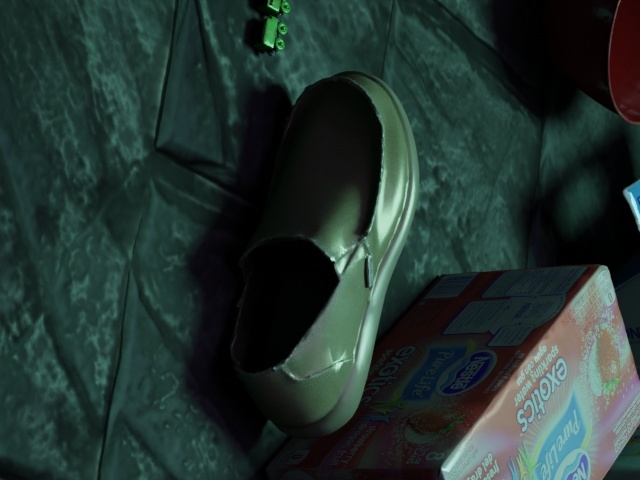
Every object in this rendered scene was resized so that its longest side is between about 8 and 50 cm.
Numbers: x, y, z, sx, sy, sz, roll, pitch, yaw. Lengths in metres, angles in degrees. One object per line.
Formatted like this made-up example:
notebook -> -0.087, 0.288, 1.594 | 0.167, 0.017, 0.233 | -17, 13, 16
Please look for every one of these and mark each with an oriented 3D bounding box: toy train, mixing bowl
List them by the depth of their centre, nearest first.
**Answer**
toy train -> -0.034, -0.173, 1.431 | 0.024, 0.017, 0.083 | 24, 66, -40
mixing bowl -> 0.262, -0.202, 1.769 | 0.181, 0.098, 0.181 | -31, 130, -45

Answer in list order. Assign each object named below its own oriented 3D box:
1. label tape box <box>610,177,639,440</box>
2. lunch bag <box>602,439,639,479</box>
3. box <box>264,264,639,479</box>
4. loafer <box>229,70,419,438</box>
label tape box -> 0.334, 0.079, 1.849 | 0.249, 0.115, 0.348 | -36, 112, -52
lunch bag -> 0.306, 0.308, 1.677 | 0.160, 0.223, 0.262 | -12, 97, -50
box -> 0.111, 0.148, 1.478 | 0.300, 0.154, 0.142 | -44, 121, -49
loafer -> 0.000, 0.000, 1.382 | 0.092, 0.102, 0.268 | 33, 59, -55
